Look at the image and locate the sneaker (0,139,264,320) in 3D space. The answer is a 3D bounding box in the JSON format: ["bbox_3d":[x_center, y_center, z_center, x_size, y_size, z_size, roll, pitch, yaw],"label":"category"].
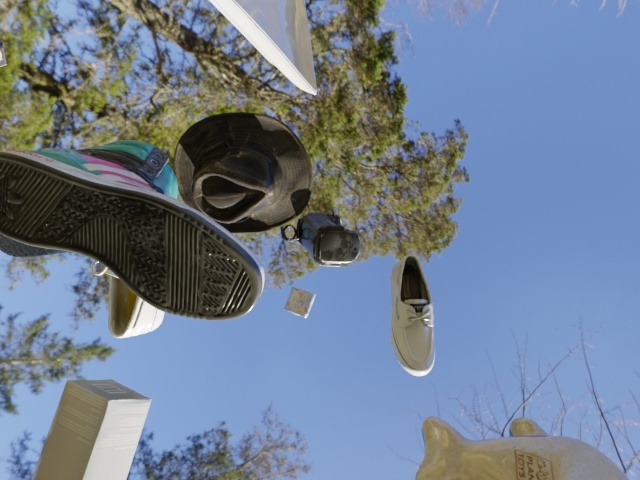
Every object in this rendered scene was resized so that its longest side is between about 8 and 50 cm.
[{"bbox_3d":[-0.182,-0.023,0.507,0.295,0.178,0.124,24,-70,2],"label":"sneaker"}]

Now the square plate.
[{"bbox_3d":[-0.131,-0.466,0.801,0.049,0.344,0.347,-23,-122,26],"label":"square plate"}]

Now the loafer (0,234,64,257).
[{"bbox_3d":[-0.398,-0.033,0.777,0.094,0.251,0.087,109,-29,-45],"label":"loafer"}]

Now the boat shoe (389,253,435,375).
[{"bbox_3d":[0.208,0.157,1.025,0.096,0.088,0.268,5,-121,-3],"label":"boat shoe"}]

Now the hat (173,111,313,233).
[{"bbox_3d":[-0.185,-0.126,1.037,0.331,0.134,0.331,2,-63,3],"label":"hat"}]

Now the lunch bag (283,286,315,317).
[{"bbox_3d":[-0.050,0.170,1.261,0.083,0.053,0.071,7,-104,51],"label":"lunch bag"}]

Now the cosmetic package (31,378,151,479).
[{"bbox_3d":[-0.399,0.371,0.790,0.127,0.107,0.238,11,-99,30],"label":"cosmetic package"}]

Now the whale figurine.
[{"bbox_3d":[0.240,0.318,0.560,0.272,0.216,0.141,18,-55,6],"label":"whale figurine"}]

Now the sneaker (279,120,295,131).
[{"bbox_3d":[-0.113,-0.292,1.238,0.135,0.058,0.052,13,-66,55],"label":"sneaker"}]

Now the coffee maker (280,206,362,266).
[{"bbox_3d":[0.000,0.000,1.200,0.171,0.178,0.120,-20,-72,-8],"label":"coffee maker"}]

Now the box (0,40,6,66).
[{"bbox_3d":[-0.876,-0.425,0.994,0.270,0.216,0.060,27,-47,9],"label":"box"}]

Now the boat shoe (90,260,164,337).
[{"bbox_3d":[-0.438,0.052,1.056,0.135,0.156,0.367,17,-77,21],"label":"boat shoe"}]
